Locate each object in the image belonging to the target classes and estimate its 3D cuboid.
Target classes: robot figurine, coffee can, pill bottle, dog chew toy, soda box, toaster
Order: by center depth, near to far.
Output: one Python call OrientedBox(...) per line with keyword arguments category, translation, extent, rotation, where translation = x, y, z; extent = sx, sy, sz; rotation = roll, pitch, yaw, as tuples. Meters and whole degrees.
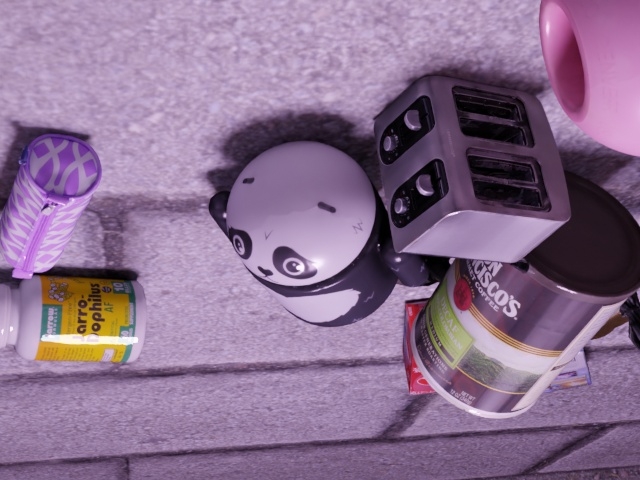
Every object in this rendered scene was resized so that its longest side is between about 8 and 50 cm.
OrientedBox(category="dog chew toy", translation=(0.353, -0.190, 0.784), extent=(0.332, 0.206, 0.206), rotation=(-15, 156, -2))
OrientedBox(category="toaster", translation=(0.162, -0.067, 1.023), extent=(0.186, 0.168, 0.110), rotation=(6, 152, -26))
OrientedBox(category="robot figurine", translation=(-0.002, 0.002, 1.122), extent=(0.209, 0.173, 0.278), rotation=(-24, 154, 5))
OrientedBox(category="coffee can", translation=(0.257, 0.072, 1.240), extent=(0.202, 0.201, 0.275), rotation=(3, 140, -21))
OrientedBox(category="pill bottle", translation=(-0.352, 0.106, 1.329), extent=(0.208, 0.117, 0.117), rotation=(5, 153, -23))
OrientedBox(category="soda box", translation=(0.189, 0.187, 1.682), extent=(0.083, 0.092, 0.263), rotation=(-8, 155, 0))

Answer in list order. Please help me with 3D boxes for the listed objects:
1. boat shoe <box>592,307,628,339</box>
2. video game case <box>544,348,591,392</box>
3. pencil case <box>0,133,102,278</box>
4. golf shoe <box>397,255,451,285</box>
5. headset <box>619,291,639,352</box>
OrientedBox(category="boat shoe", translation=(0.494, 0.136, 1.709), extent=(0.050, 0.045, 0.135), rotation=(21, 142, -29))
OrientedBox(category="video game case", translation=(0.387, 0.252, 1.919), extent=(0.270, 0.061, 0.244), rotation=(-13, 154, 14))
OrientedBox(category="pencil case", translation=(-0.300, -0.036, 1.067), extent=(0.086, 0.088, 0.206), rotation=(7, 153, -23))
OrientedBox(category="golf shoe", translation=(0.109, 0.028, 1.332), extent=(0.094, 0.077, 0.198), rotation=(-21, 151, 28))
OrientedBox(category="headset", translation=(0.505, -0.028, 1.181), extent=(0.243, 0.185, 0.394), rotation=(13, 138, -37))
